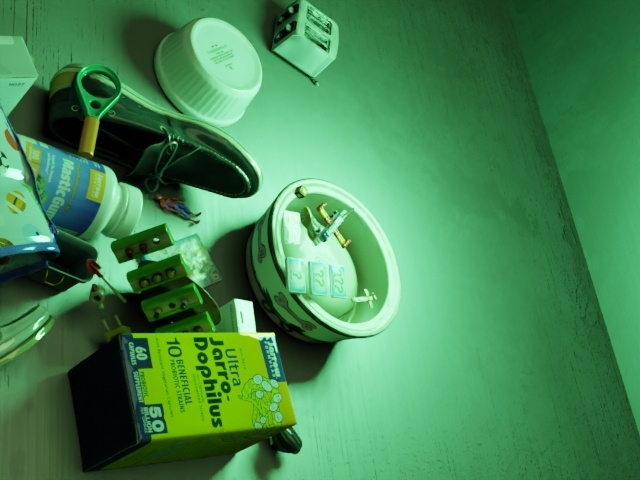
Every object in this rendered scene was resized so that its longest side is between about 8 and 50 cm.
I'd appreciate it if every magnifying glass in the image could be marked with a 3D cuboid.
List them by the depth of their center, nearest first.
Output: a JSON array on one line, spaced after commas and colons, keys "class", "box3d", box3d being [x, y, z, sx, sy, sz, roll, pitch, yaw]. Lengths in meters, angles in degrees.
[{"class": "magnifying glass", "box3d": [-0.446, -0.258, 1.713, 0.092, 0.026, 0.231, 15, 55, -21]}]

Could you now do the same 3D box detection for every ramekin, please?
[{"class": "ramekin", "box3d": [-0.265, -0.425, 2.146, 0.272, 0.127, 0.273, 25, 49, -33]}]

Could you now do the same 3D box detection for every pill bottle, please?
[{"class": "pill bottle", "box3d": [-0.488, -0.091, 1.673, 0.272, 0.152, 0.152, 20, 52, -35]}]

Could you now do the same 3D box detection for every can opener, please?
[{"class": "can opener", "box3d": [-0.102, 0.372, 1.834, 0.059, 0.073, 0.186, -30, 78, -43]}]

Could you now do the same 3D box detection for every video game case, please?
[{"class": "video game case", "box3d": [-0.299, 0.058, 1.874, 0.166, 0.015, 0.119, -23, 83, -50]}]

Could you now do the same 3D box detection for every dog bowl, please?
[{"class": "dog bowl", "box3d": [-0.002, 0.064, 2.069, 0.408, 0.150, 0.408, 25, 49, -33]}]

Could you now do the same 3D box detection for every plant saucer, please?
[{"class": "plant saucer", "box3d": [-0.288, 0.117, 1.716, 0.198, 0.198, 0.036, 43, 60, -17]}]

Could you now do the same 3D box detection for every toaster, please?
[{"class": "toaster", "box3d": [-0.039, -0.572, 2.489, 0.185, 0.110, 0.168, 30, 47, -29]}]

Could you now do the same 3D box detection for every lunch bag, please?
[{"class": "lunch bag", "box3d": [-0.655, -0.064, 1.409, 0.385, 0.239, 0.328, -20, 81, -36]}]

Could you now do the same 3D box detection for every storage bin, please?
[{"class": "storage bin", "box3d": [-0.500, 0.046, 1.617, 0.135, 0.091, 0.098, 27, 48, -30]}]

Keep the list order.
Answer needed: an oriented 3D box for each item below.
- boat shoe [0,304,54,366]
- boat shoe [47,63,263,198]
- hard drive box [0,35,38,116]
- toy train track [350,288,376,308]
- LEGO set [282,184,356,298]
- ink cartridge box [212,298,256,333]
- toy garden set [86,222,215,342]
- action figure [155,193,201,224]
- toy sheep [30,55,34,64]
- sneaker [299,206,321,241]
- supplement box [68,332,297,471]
[{"class": "boat shoe", "box3d": [-0.574, 0.178, 1.437, 0.103, 0.113, 0.302, 58, 40, -8]}, {"class": "boat shoe", "box3d": [-0.354, -0.197, 1.865, 0.500, 0.187, 0.156, 27, 49, -23]}, {"class": "hard drive box", "box3d": [-0.649, -0.267, 1.564, 0.181, 0.232, 0.089, -13, 75, -50]}, {"class": "toy train track", "box3d": [0.103, 0.133, 2.002, 0.083, 0.014, 0.048, -2, 66, -46]}, {"class": "LEGO set", "box3d": [0.000, 0.000, 1.923, 0.182, 0.060, 0.244, 10, 70, -42]}, {"class": "ink cartridge box", "box3d": [-0.191, 0.186, 1.813, 0.052, 0.122, 0.089, 13, 56, -39]}, {"class": "toy garden set", "box3d": [-0.333, 0.112, 1.607, 0.049, 0.203, 0.244, -103, 173, -62]}, {"class": "action figure", "box3d": [-0.317, -0.075, 1.936, 0.115, 0.030, 0.038, 26, 53, -29]}, {"class": "toy sheep", "box3d": [-0.645, -0.368, 1.756, 0.132, 0.091, 0.091, -1, 65, -31]}, {"class": "sneaker", "box3d": [-0.020, -0.038, 1.981, 0.037, 0.031, 0.083, -16, 86, -55]}, {"class": "supplement box", "box3d": [-0.253, 0.294, 1.621, 0.356, 0.195, 0.194, 5, 61, -44]}]
